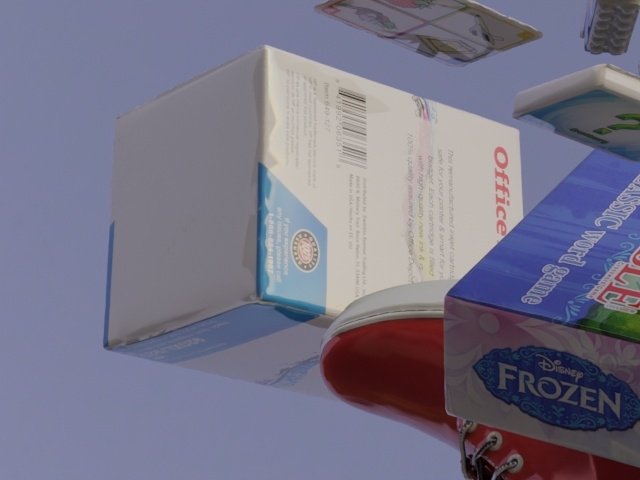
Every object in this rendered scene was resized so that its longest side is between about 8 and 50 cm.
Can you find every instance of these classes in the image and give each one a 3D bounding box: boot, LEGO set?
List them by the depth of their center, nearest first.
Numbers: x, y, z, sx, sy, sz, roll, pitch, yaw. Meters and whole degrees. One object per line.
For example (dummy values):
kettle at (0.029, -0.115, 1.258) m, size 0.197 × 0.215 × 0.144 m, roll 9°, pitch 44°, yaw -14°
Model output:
LEGO set at (0.099, -0.067, 0.698) m, size 0.244 × 0.060 × 0.182 m, roll 18°, pitch -22°, yaw -37°
boot at (0.089, 0.116, 0.968) m, size 0.244 × 0.176 × 0.088 m, roll 9°, pitch -38°, yaw 25°

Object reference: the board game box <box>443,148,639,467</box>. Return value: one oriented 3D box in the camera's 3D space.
board game box at (0.266, 0.014, 0.882) m, size 0.318 × 0.319 × 0.066 m, roll 14°, pitch -57°, yaw 27°

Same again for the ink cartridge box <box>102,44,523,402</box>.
ink cartridge box at (0.000, 0.000, 1.325) m, size 0.233 × 0.171 × 0.168 m, roll 16°, pitch -24°, yaw -37°
